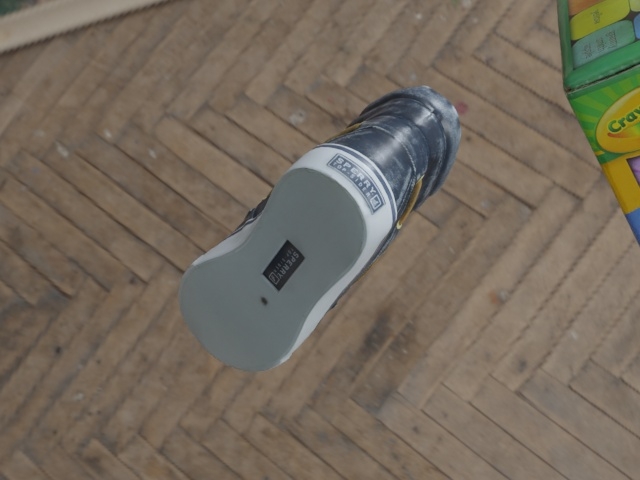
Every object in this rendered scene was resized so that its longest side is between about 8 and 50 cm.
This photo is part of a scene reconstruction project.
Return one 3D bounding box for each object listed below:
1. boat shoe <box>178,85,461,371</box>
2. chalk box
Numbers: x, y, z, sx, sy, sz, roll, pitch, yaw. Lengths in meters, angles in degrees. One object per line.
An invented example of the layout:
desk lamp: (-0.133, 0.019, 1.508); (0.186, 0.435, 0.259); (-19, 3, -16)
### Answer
boat shoe: (0.000, 0.000, 0.562); (0.065, 0.183, 0.083); (49, 53, 2)
chalk box: (0.260, -0.102, 0.758); (0.179, 0.289, 0.180); (-22, 25, 23)
